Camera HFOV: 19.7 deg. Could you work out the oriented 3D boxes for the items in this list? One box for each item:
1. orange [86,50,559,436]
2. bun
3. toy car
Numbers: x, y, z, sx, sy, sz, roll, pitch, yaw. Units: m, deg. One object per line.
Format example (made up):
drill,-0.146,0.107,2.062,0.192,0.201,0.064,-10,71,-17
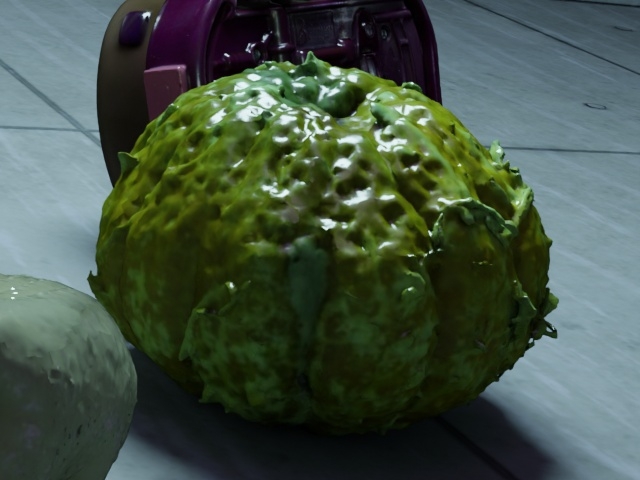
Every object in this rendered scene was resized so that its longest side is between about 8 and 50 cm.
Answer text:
orange,0.000,0.000,1.189,0.300,0.223,0.301,-1,19,-16
bun,-0.225,0.088,0.868,0.273,0.168,0.273,3,5,0
toy car,-0.065,-0.114,1.520,0.240,0.271,0.340,-1,8,37
